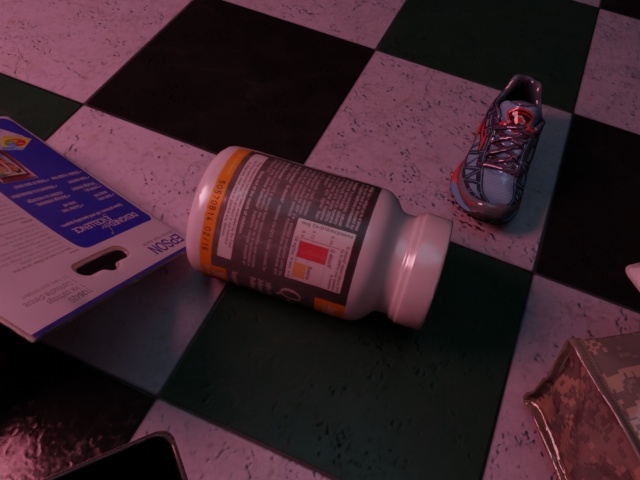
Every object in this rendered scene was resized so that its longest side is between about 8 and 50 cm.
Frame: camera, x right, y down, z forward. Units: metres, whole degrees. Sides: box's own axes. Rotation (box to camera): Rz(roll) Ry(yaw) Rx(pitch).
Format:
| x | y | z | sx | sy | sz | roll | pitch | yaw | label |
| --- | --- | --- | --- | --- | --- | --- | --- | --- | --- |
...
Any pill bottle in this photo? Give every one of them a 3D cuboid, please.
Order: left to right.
| x | y | z | sx | sy | sz | roll | pitch | yaw | label |
| --- | --- | --- | --- | --- | --- | --- | --- | --- | --- |
| 0.000 | 0.000 | 0.692 | 0.278 | 0.162 | 0.162 | 17 | 54 | 8 | pill bottle |

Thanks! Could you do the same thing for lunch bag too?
| x | y | z | sx | sy | sz | roll | pitch | yaw | label |
| --- | --- | --- | --- | --- | --- | --- | --- | --- | --- |
| 0.372 | 0.233 | 0.554 | 0.235 | 0.169 | 0.287 | -6 | 50 | -11 | lunch bag |

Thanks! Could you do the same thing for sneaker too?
| x | y | z | sx | sy | sz | roll | pitch | yaw | label |
| --- | --- | --- | --- | --- | --- | --- | --- | --- | --- |
| 0.257 | -0.140 | 0.844 | 0.104 | 0.125 | 0.262 | 17 | 54 | 8 | sneaker |

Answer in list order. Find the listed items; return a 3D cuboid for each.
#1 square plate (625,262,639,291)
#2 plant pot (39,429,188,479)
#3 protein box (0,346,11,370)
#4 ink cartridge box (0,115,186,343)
| x | y | z | sx | sy | sz | roll | pitch | yaw | label |
| --- | --- | --- | --- | --- | --- | --- | --- | --- | --- |
| 0.520 | 0.118 | 0.530 | 0.344 | 0.049 | 0.347 | -6 | 46 | -14 | square plate |
| -0.168 | 0.293 | 0.458 | 0.187 | 0.167 | 0.188 | -19 | 57 | -18 | plant pot |
| -0.475 | 0.091 | 0.597 | 0.201 | 0.136 | 0.200 | -36 | 64 | -27 | protein box |
| -0.332 | -0.018 | 0.628 | 0.307 | 0.072 | 0.303 | 35 | 21 | 4 | ink cartridge box |
